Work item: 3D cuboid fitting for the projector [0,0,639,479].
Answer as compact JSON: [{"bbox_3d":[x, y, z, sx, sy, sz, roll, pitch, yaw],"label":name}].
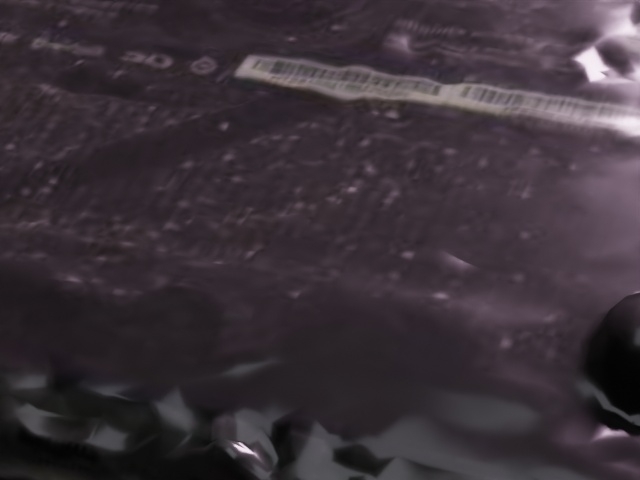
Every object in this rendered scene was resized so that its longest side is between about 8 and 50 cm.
[{"bbox_3d":[0.000,0.000,0.629,0.395,0.242,0.405,10,44,17],"label":"projector"}]
